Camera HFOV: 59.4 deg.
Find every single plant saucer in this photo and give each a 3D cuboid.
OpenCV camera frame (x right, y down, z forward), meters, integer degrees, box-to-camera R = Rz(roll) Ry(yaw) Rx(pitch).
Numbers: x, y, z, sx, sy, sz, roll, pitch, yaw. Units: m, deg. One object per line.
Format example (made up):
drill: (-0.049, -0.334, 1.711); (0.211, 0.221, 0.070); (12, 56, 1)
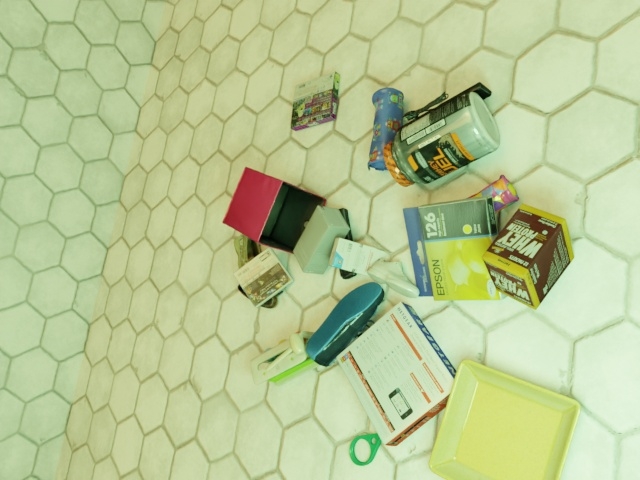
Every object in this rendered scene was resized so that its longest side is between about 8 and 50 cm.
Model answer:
plant saucer: (0.497, 0.532, 1.515); (0.332, 0.081, 0.333); (16, 88, 38)

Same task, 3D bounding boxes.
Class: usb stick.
usb stick: (0.088, 0.008, 2.089); (0.077, 0.045, 0.278); (-24, 61, 30)

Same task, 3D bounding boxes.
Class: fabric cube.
fabric cube: (-0.183, -0.113, 2.225); (0.258, 0.259, 0.254); (24, 93, 45)

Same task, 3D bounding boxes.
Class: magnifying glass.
magnifying glass: (0.180, 0.644, 1.815); (0.231, 0.026, 0.092); (-48, 50, 22)

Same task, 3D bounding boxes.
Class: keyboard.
keyboard: (0.392, -0.435, 1.858); (0.317, 0.201, 0.033); (-27, 74, 33)

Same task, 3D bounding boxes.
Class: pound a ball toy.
pound a ball toy: (-0.132, 0.411, 2.039); (0.319, 0.208, 0.136); (-34, 56, 30)

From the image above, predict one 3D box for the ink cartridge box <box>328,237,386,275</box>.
ink cartridge box: (0.130, 0.064, 1.982); (0.060, 0.180, 0.104); (174, 112, -77)

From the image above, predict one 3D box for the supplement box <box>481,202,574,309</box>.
supplement box: (0.564, 0.045, 1.515); (0.129, 0.191, 0.194); (30, 75, 43)

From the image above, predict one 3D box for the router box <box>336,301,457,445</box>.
router box: (0.246, 0.417, 1.769); (0.301, 0.082, 0.335); (-43, 52, 16)

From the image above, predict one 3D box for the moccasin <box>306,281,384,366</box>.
moccasin: (0.093, 0.287, 1.934); (0.342, 0.117, 0.137); (-42, 35, -6)

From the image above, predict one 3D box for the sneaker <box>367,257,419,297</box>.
sneaker: (0.257, 0.116, 1.884); (0.212, 0.080, 0.094); (28, 71, 41)

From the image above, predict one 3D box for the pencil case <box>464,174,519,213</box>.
pencil case: (0.491, -0.105, 1.734); (0.236, 0.104, 0.104); (-33, 57, 29)

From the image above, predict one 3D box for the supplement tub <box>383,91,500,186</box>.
supplement tub: (0.386, -0.315, 1.819); (0.338, 0.207, 0.207); (-26, 60, 34)

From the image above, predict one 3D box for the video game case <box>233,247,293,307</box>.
video game case: (-0.230, 0.148, 2.256); (0.190, 0.022, 0.173); (-36, 76, 2)

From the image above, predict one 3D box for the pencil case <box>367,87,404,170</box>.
pencil case: (0.238, -0.395, 2.039); (0.133, 0.119, 0.306); (152, 125, -66)

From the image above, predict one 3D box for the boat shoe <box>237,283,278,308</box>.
boat shoe: (-0.263, 0.226, 2.310); (0.207, 0.073, 0.073); (16, 85, 42)

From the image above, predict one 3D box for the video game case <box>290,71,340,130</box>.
video game case: (-0.024, -0.589, 2.385); (0.232, 0.042, 0.210); (-7, 72, 40)

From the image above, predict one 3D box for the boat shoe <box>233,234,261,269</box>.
boat shoe: (-0.291, 0.070, 2.363); (0.089, 0.104, 0.285); (-46, 50, 24)

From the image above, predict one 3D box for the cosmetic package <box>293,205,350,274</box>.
cosmetic package: (0.000, 0.000, 2.086); (0.238, 0.107, 0.127); (-57, 41, 31)

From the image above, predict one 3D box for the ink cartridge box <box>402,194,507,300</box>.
ink cartridge box: (0.396, 0.033, 1.717); (0.307, 0.072, 0.304); (-7, 97, 37)
